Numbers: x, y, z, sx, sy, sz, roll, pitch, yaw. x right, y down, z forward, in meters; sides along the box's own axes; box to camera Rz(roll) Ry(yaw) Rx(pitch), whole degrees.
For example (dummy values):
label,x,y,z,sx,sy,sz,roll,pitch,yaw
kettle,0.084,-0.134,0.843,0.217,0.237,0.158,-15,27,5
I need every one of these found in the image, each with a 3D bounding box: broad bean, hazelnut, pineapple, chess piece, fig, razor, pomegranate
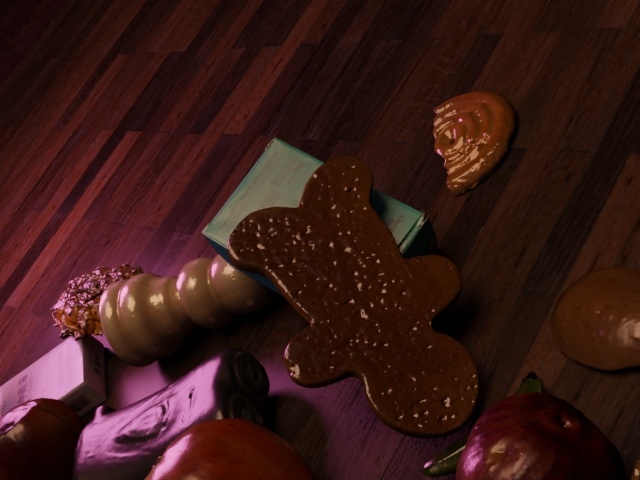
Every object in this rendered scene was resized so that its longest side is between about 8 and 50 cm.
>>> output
label,x,y,z,sx,sy,sz,roll,pitch,yaw
broad bean,0.217,0.245,1.408,0.195,0.046,0.061,-42,23,-5
hazelnut,-0.470,0.373,1.864,0.208,0.208,0.208,-26,39,24
pineapple,-0.411,0.105,2.089,0.225,0.076,0.225,-12,26,6
chess piece,-0.214,0.095,1.900,0.300,0.167,0.167,-23,40,21
fig,0.235,0.305,1.252,0.203,0.186,0.249,-86,6,-67
razor,-0.232,0.304,1.735,0.349,0.113,0.204,-27,38,25
pomegranate,-0.112,0.375,1.456,0.229,0.270,0.252,-54,-6,32

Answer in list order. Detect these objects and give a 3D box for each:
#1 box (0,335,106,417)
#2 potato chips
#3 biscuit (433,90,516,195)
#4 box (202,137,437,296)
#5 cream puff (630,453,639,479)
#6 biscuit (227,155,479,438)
label,x,y,z,sx,sy,sz,roll,pitch,yaw
box,-0.511,0.291,2.067,0.243,0.067,0.155,-34,35,14
potato chips,0.372,0.092,1.408,0.150,0.049,0.202,-47,29,-12
biscuit,0.251,-0.177,1.811,0.144,0.033,0.224,-27,40,24
box,0.000,0.000,1.721,0.311,0.118,0.205,28,77,29
cream puff,0.390,0.268,1.163,0.119,0.104,0.133,-4,51,0
biscuit,0.060,0.098,1.548,0.283,0.064,0.432,-33,68,-14
